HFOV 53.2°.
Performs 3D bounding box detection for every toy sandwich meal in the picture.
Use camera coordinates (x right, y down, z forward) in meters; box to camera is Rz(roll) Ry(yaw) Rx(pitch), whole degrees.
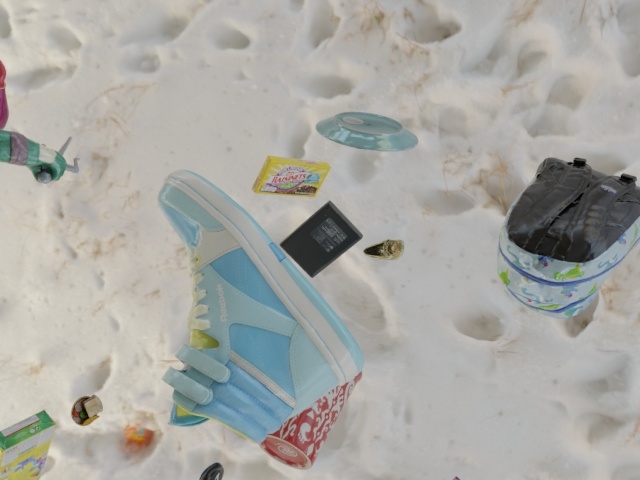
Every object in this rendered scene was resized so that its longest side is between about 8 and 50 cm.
[{"bbox_3d":[-0.610,0.445,1.672,0.029,0.086,0.085,-10,76,39],"label":"toy sandwich meal"}]

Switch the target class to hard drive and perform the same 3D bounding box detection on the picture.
[{"bbox_3d":[0.000,0.000,1.215,0.135,0.022,0.094,-40,101,24],"label":"hard drive"}]

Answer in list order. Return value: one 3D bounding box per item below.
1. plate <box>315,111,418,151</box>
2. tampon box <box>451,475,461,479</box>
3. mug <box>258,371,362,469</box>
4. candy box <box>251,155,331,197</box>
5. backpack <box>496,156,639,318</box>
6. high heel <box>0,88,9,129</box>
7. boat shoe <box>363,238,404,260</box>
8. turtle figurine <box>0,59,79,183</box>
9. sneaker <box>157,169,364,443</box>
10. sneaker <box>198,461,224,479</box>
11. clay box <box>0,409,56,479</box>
[{"bbox_3d":[0.085,-0.202,1.146,0.188,0.188,0.024,22,121,24],"label":"plate"},{"bbox_3d":[0.230,0.477,1.001,0.120,0.161,0.101,-41,31,-6],"label":"tampon box"},{"bbox_3d":[-0.027,0.259,0.991,0.113,0.150,0.169,37,52,-8],"label":"mug"},{"bbox_3d":[-0.073,-0.163,1.656,0.027,0.206,0.105,49,124,35],"label":"candy box"},{"bbox_3d":[0.531,-0.003,1.383,0.290,0.355,0.273,26,123,24],"label":"backpack"},{"bbox_3d":[-0.537,-0.204,0.909,0.244,0.082,0.117,28,101,29],"label":"high heel"},{"bbox_3d":[0.172,0.025,1.728,0.153,0.048,0.056,-11,71,64],"label":"boat shoe"},{"bbox_3d":[-0.294,-0.053,0.458,0.175,0.234,0.118,-21,108,17],"label":"turtle figurine"},{"bbox_3d":[-0.126,0.082,0.708,0.208,0.127,0.319,-40,78,-14],"label":"sneaker"},{"bbox_3d":[-0.317,0.711,1.772,0.078,0.067,0.188,-9,44,50],"label":"sneaker"},{"bbox_3d":[-0.672,0.487,1.411,0.053,0.127,0.222,39,122,20],"label":"clay box"}]
